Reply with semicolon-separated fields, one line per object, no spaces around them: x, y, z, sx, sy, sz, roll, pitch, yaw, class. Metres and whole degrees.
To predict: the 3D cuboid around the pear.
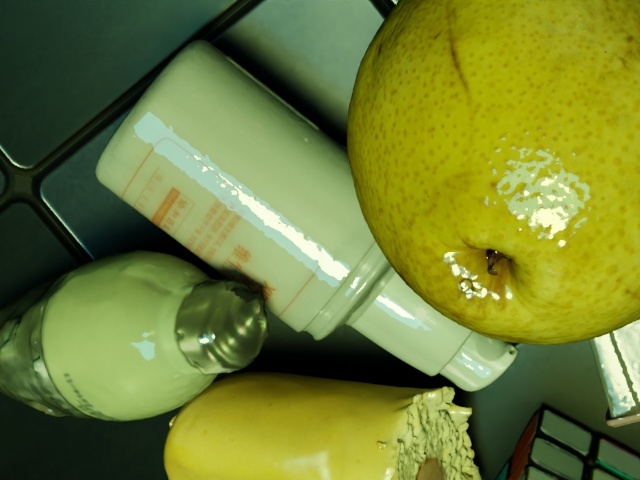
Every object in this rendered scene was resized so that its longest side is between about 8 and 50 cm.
0.113;-0.045;0.886;0.208;0.209;0.209;4;110;12;pear

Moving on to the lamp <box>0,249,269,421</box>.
-0.125;0.056;1.022;0.250;0.101;0.101;-7;110;47;lamp

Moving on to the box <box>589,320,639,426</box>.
0.182;0.058;0.978;0.060;0.084;0.063;-15;100;19;box

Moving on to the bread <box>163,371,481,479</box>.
-0.001;0.127;1.029;0.173;0.085;0.134;4;150;21;bread

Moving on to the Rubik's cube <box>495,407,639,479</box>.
0.148;0.216;1.003;0.151;0.155;0.154;27;114;3;Rubik's cube

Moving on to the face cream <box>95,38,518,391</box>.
0.000;0.000;0.991;0.251;0.101;0.101;38;113;-2;face cream
